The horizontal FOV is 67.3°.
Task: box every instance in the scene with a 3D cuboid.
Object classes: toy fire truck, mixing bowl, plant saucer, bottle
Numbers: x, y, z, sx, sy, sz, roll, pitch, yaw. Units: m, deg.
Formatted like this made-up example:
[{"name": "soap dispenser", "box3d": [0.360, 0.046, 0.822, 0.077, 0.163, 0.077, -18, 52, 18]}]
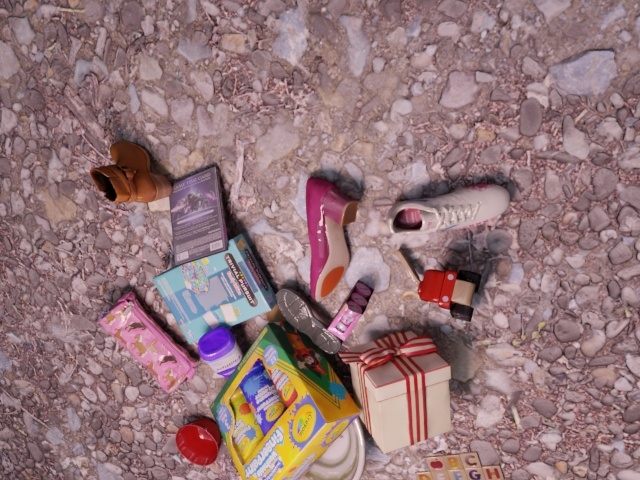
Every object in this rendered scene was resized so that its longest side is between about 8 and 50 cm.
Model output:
[{"name": "toy fire truck", "box3d": [0.310, 0.114, 1.333, 0.246, 0.217, 0.158, 13, 82, 19]}, {"name": "mixing bowl", "box3d": [-0.448, 0.749, 1.832, 0.181, 0.098, 0.181, 5, 109, 15]}, {"name": "plant saucer", "box3d": [0.005, 0.637, 1.608, 0.400, 0.100, 0.400, 2, 93, 39]}, {"name": "bottle", "box3d": [-0.316, 0.390, 1.604, 0.118, 0.283, 0.092, -28, 57, -12]}, {"name": "plant saucer", "box3d": [-0.143, 0.250, 1.617, 0.083, 0.015, 0.083, 6, 110, 16]}]

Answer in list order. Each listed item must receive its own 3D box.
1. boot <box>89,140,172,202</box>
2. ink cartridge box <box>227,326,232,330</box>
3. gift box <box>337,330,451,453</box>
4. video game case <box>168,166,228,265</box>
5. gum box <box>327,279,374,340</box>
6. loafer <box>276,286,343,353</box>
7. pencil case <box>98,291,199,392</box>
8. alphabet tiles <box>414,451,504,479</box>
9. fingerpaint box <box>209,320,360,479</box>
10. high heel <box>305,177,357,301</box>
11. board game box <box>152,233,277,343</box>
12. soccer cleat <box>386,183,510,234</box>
[{"name": "boot", "box3d": [-0.627, -0.213, 1.497, 0.283, 0.220, 0.109, 47, 118, 13]}, {"name": "ink cartridge box", "box3d": [-0.361, 0.183, 1.648, 0.224, 0.045, 0.223, 33, 114, 5]}, {"name": "gift box", "box3d": [0.209, 0.414, 1.412, 0.255, 0.276, 0.258, -14, 110, -20]}, {"name": "video game case", "box3d": [-0.389, -0.076, 1.515, 0.196, 0.026, 0.274, -16, 73, 23]}, {"name": "gum box", "box3d": [0.092, 0.206, 1.433, 0.062, 0.188, 0.107, 33, 115, 5]}, {"name": "loafer", "box3d": [-0.033, 0.251, 1.552, 0.267, 0.084, 0.096, 46, 114, 3]}, {"name": "pencil case", "box3d": [-0.611, 0.369, 1.730, 0.160, 0.167, 0.386, -43, 92, -11]}, {"name": "alphabet tiles", "box3d": [0.488, 0.864, 1.620, 0.285, 0.011, 0.342, -16, 102, 22]}, {"name": "fingerpaint box", "box3d": [-0.137, 0.543, 1.535, 0.445, 0.163, 0.371, -55, 53, 25]}, {"name": "high heel", "box3d": [0.000, 0.000, 1.465, 0.181, 0.127, 0.377, 37, 123, 35]}, {"name": "board game box", "box3d": [-0.343, 0.161, 1.566, 0.336, 0.079, 0.254, -24, 98, 20]}, {"name": "soccer cleat", "box3d": [0.337, -0.068, 1.291, 0.331, 0.143, 0.116, -11, 104, 20]}]
